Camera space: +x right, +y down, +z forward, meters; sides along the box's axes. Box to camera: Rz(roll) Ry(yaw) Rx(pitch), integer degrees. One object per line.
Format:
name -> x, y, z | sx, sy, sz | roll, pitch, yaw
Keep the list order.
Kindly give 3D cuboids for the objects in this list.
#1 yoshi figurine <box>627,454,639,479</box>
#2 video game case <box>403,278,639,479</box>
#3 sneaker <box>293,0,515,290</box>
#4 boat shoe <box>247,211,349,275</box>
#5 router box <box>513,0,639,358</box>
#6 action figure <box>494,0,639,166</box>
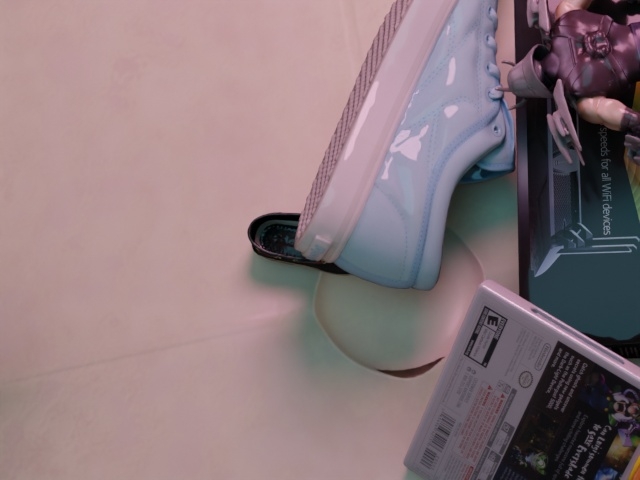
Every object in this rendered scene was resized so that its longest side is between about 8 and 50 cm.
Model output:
yoshi figurine -> 0.362, 0.294, 0.970 | 0.362, 0.203, 0.203 | 32, 92, 21
video game case -> 0.169, 0.151, 1.097 | 0.173, 0.022, 0.190 | 32, 120, 22
sneaker -> 0.110, -0.123, 1.194 | 0.150, 0.135, 0.366 | 27, 80, -9
boat shoe -> 0.000, 0.002, 1.223 | 0.133, 0.042, 0.049 | 5, 77, 16
router box -> 0.286, -0.059, 1.132 | 0.243, 0.081, 0.308 | -2, 77, 16
action figure -> 0.273, -0.151, 1.067 | 0.285, 0.099, 0.185 | -14, 80, 16
